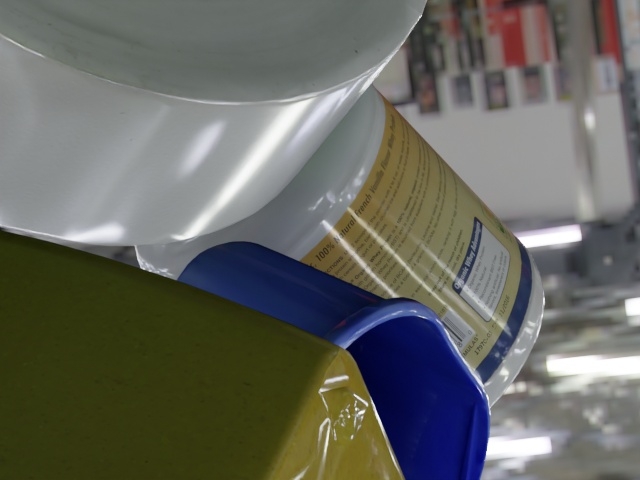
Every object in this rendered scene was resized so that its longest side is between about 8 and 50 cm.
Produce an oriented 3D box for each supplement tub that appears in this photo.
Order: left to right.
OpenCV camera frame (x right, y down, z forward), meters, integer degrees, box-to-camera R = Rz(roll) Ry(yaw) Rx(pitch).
[{"bbox_3d":[0.000,0.000,1.436,0.228,0.316,0.228,-32,-148,23],"label":"supplement tub"}]

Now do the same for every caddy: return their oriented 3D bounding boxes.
[{"bbox_3d":[-0.003,0.154,1.168,0.179,0.241,0.341,27,167,29],"label":"caddy"}]

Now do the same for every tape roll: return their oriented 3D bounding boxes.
[{"bbox_3d":[-0.099,-0.140,0.741,0.286,0.286,0.100,-13,156,-40],"label":"tape roll"}]

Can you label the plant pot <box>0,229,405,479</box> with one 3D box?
[{"bbox_3d":[-0.075,0.128,0.522,0.187,0.212,0.212,-2,-143,28],"label":"plant pot"}]
